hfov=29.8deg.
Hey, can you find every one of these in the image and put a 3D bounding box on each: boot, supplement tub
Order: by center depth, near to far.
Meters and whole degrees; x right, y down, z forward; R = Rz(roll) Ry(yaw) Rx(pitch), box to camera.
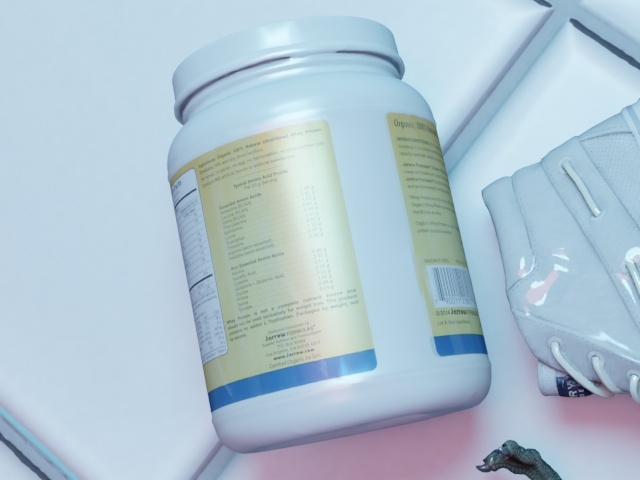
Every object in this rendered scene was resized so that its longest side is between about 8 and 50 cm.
[{"bbox_3d":[0.171,0.060,0.599,0.123,0.095,0.258,-27,62,16],"label":"boot"},{"bbox_3d":[0.000,0.000,0.624,0.144,0.144,0.199,-14,78,13],"label":"supplement tub"}]

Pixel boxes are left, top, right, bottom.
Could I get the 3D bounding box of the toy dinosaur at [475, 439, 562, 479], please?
[{"bbox_3d":[0.104,0.173,0.618,0.268,0.064,0.118,-42,79,1],"label":"toy dinosaur"}]
